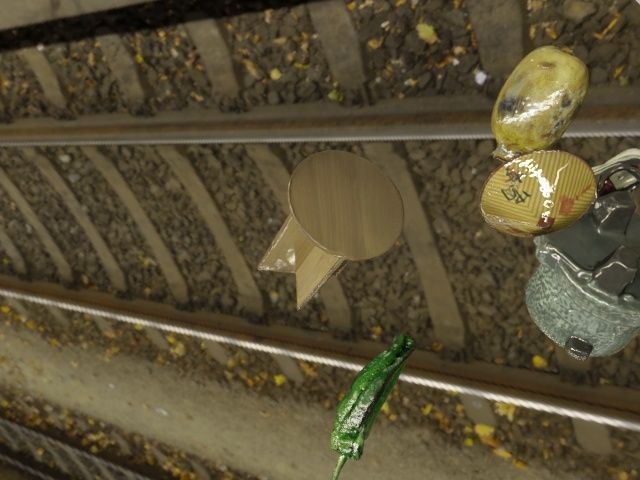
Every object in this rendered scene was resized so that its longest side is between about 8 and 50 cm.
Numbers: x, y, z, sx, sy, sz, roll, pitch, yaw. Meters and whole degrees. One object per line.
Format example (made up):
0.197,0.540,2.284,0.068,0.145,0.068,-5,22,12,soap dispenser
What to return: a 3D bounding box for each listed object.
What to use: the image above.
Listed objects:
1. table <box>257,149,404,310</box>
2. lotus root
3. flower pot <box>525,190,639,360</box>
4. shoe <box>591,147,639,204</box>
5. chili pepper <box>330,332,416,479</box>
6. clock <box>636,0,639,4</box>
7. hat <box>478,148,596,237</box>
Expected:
0.000,0.000,1.069,0.167,0.167,0.226,37,146,1,table
0.394,-0.235,1.374,0.154,0.154,0.278,29,105,12,lotus root
0.553,0.064,1.452,0.299,0.299,0.282,31,141,10,flower pot
0.633,-0.118,1.637,0.228,0.112,0.099,-35,94,30,shoe
0.072,0.249,1.129,0.065,0.278,0.122,23,157,24,chili pepper
0.405,-0.292,0.712,0.150,0.197,0.063,59,-177,23,clock
0.360,-0.050,1.197,0.193,0.082,0.193,1,134,1,hat
